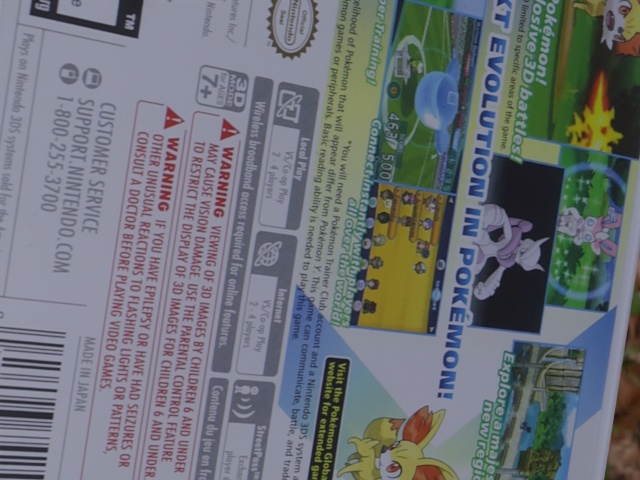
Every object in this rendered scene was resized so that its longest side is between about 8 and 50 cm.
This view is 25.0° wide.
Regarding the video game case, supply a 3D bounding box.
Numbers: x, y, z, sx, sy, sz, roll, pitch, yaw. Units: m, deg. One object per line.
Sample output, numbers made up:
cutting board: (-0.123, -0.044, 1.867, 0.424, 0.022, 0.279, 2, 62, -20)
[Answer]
video game case: (0.000, 0.000, 0.535, 0.300, 0.036, 0.329, 8, 90, -33)
